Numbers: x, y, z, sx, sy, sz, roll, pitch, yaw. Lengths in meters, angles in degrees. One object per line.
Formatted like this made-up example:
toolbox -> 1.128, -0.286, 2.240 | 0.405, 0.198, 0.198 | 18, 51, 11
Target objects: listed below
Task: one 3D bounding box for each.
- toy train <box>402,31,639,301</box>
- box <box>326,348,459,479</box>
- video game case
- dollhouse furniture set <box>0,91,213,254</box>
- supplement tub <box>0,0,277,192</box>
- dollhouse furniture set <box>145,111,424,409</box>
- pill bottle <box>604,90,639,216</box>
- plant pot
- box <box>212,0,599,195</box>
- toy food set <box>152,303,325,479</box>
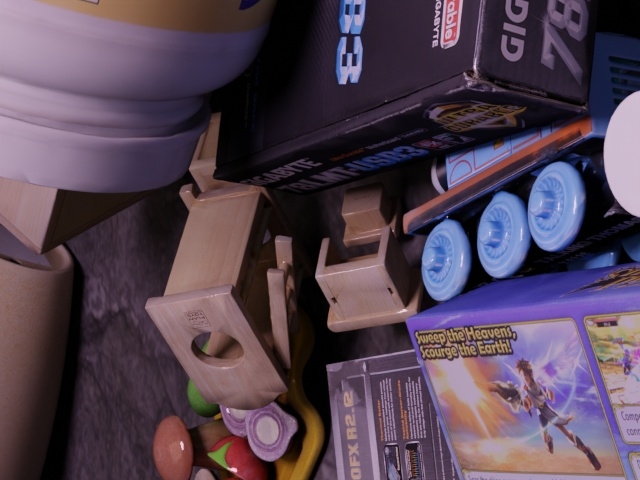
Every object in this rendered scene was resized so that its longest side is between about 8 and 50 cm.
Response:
toy train -> 0.110, -0.030, 0.804 | 0.184, 0.080, 0.105 | -30, 57, 58
box -> 0.081, 0.170, 0.882 | 0.183, 0.056, 0.231 | -19, 75, 60
video game case -> 0.167, 0.128, 0.663 | 0.269, 0.061, 0.244 | -11, 100, 59
dollhouse furniture set -> -0.257, -0.223, 1.166 | 0.394, 0.362, 0.256 | 41, 134, 17
supplement tub -> -0.116, -0.216, 0.825 | 0.241, 0.241, 0.331 | 45, 123, 50
dollhouse furniture set -> 0.000, 0.000, 1.029 | 0.182, 0.161, 0.101 | -77, -31, -45
pill bottle -> 0.174, -0.034, 0.642 | 0.067, 0.120, 0.067 | 7, 98, 60
plant pot -> -0.331, 0.113, 1.445 | 0.274, 0.257, 0.256 | -62, 38, 14
box -> 0.044, -0.186, 0.846 | 0.293, 0.073, 0.295 | -12, 69, 64
toy food set -> -0.067, 0.136, 1.119 | 0.128, 0.071, 0.217 | 57, 138, 42
